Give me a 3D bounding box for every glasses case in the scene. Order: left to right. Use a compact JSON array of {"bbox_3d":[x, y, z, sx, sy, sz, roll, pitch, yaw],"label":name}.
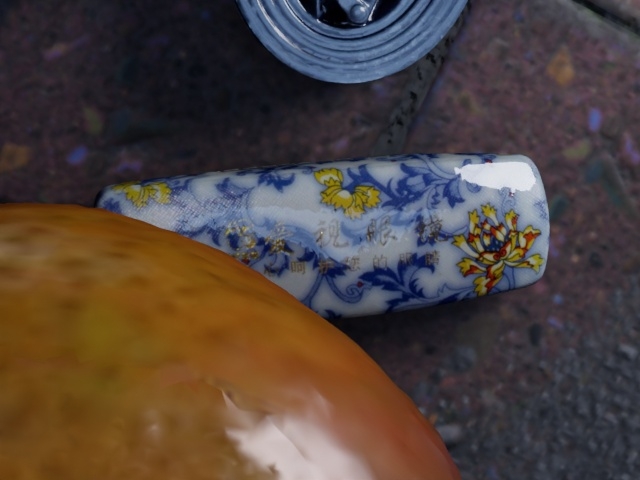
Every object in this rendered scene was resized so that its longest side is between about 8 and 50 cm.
[{"bbox_3d":[0.000,0.000,1.073,0.248,0.065,0.087,-6,100,-6],"label":"glasses case"}]

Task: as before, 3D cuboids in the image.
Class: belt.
[{"bbox_3d":[0.018,-0.179,1.047,0.141,0.082,0.190,5,97,-4],"label":"belt"}]

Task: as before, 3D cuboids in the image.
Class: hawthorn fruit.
[{"bbox_3d":[-0.156,0.193,0.901,0.472,0.472,0.471,-1,96,-6],"label":"hawthorn fruit"}]
